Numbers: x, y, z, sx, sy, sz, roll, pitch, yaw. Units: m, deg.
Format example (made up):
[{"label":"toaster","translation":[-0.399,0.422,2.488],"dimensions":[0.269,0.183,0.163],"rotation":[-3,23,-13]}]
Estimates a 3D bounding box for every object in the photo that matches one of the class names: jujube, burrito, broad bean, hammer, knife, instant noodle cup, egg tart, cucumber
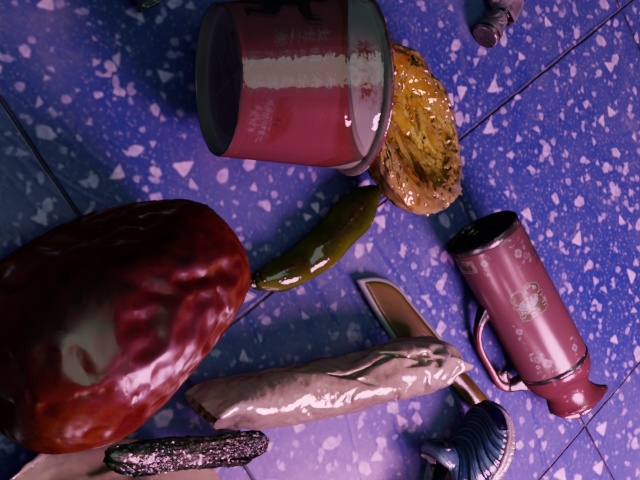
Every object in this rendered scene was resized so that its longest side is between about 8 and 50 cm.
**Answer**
[{"label":"jujube","translation":[-0.221,0.081,1.011],"dimensions":[0.318,0.223,0.223],"rotation":[-38,106,-37]},{"label":"burrito","translation":[0.016,0.175,1.196],"dimensions":[0.392,0.117,0.076],"rotation":[-7,101,-34]},{"label":"broad bean","translation":[0.002,0.004,1.243],"dimensions":[0.254,0.046,0.065],"rotation":[-38,93,-28]},{"label":"hammer","translation":[0.155,-0.475,1.386],"dimensions":[0.427,0.044,0.152],"rotation":[42,65,-22]},{"label":"knife","translation":[0.161,0.169,1.343],"dimensions":[0.061,0.027,0.343],"rotation":[-47,110,-22]},{"label":"instant noodle cup","translation":[-0.041,-0.191,1.140],"dimensions":[0.179,0.235,0.234],"rotation":[-4,88,-23]},{"label":"egg tart","translation":[0.102,-0.143,1.269],"dimensions":[0.252,0.098,0.232],"rotation":[58,37,-23]},{"label":"cucumber","translation":[-0.147,0.238,1.068],"dimensions":[0.257,0.043,0.044],"rotation":[12,73,-55]}]

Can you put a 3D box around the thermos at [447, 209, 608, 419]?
[{"label":"thermos","translation":[0.300,0.131,1.386],"dimensions":[0.136,0.109,0.330],"rotation":[-39,107,-29]}]

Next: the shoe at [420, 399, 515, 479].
[{"label":"shoe","translation":[0.188,0.307,1.307],"dimensions":[0.106,0.091,0.207],"rotation":[41,72,-26]}]

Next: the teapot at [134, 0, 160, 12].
[{"label":"teapot","translation":[-0.218,-0.316,1.136],"dimensions":[0.049,0.063,0.083],"rotation":[-28,106,1]}]

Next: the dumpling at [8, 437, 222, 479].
[{"label":"dumpling","translation":[-0.202,0.351,0.984],"dimensions":[0.315,0.233,0.395],"rotation":[57,37,-8]}]
